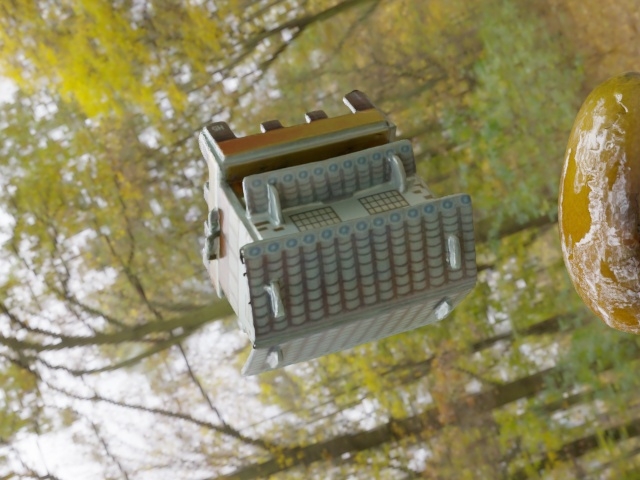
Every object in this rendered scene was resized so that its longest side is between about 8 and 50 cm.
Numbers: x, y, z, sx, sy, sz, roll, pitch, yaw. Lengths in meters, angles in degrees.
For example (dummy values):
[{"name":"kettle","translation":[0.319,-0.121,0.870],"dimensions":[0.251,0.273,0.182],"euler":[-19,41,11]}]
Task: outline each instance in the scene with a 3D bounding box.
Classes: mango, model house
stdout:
[{"name":"mango","translation":[0.261,-0.025,0.831],"dimensions":[0.166,0.136,0.236],"euler":[-52,-47,-40]},{"name":"model house","translation":[0.000,0.000,0.989],"dimensions":[0.215,0.224,0.198],"euler":[-125,30,-44]}]
